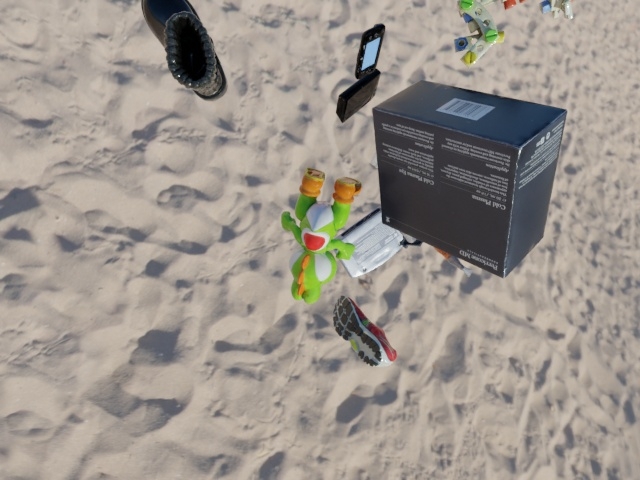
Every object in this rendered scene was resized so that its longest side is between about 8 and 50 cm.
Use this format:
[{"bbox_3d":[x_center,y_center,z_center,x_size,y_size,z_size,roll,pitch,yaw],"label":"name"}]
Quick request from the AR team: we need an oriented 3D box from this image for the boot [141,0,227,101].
[{"bbox_3d":[-0.354,-0.520,1.188,0.348,0.131,0.260,55,3,-6],"label":"boot"}]

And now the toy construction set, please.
[{"bbox_3d":[0.482,-0.594,1.190,0.151,0.327,0.215,-87,156,-80],"label":"toy construction set"}]

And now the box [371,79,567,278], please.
[{"bbox_3d":[0.304,-0.144,1.035,0.178,0.343,0.313,-35,135,-29],"label":"box"}]

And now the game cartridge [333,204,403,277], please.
[{"bbox_3d":[0.199,0.004,1.826,0.294,0.060,0.196,-35,112,-7],"label":"game cartridge"}]

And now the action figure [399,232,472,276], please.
[{"bbox_3d":[0.363,-0.092,1.465,0.178,0.330,0.342,-14,126,-58],"label":"action figure"}]

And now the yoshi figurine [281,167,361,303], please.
[{"bbox_3d":[-0.003,-0.009,1.317,0.202,0.203,0.363,0,112,-37],"label":"yoshi figurine"}]

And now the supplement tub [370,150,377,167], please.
[{"bbox_3d":[0.387,-0.308,1.853,0.331,0.241,0.241,30,53,-3],"label":"supplement tub"}]

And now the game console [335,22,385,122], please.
[{"bbox_3d":[0.151,-0.599,1.700,0.044,0.361,0.213,39,64,16],"label":"game console"}]

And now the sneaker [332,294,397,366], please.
[{"bbox_3d":[0.137,0.288,1.499,0.118,0.107,0.279,10,33,-42],"label":"sneaker"}]
